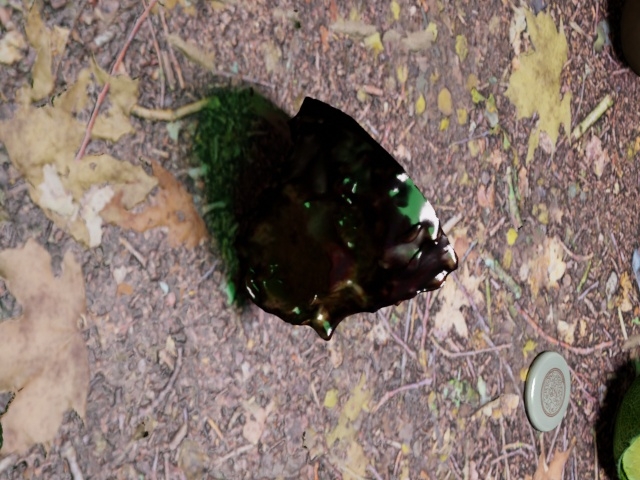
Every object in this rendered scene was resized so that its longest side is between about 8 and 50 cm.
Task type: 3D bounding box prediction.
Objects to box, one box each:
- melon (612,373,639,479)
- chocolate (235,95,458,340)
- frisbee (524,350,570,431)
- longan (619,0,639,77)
[{"bbox_3d":[0.500,0.275,1.938,0.265,0.129,0.169,44,37,-38],"label":"melon"},{"bbox_3d":[0.000,0.000,1.283,0.177,0.224,0.206,-42,163,-9],"label":"chocolate"},{"bbox_3d":[0.309,0.204,1.772,0.110,0.014,0.110,-4,95,-51],"label":"frisbee"},{"bbox_3d":[0.537,-0.328,1.885,0.246,0.215,0.246,-29,150,-19],"label":"longan"}]
